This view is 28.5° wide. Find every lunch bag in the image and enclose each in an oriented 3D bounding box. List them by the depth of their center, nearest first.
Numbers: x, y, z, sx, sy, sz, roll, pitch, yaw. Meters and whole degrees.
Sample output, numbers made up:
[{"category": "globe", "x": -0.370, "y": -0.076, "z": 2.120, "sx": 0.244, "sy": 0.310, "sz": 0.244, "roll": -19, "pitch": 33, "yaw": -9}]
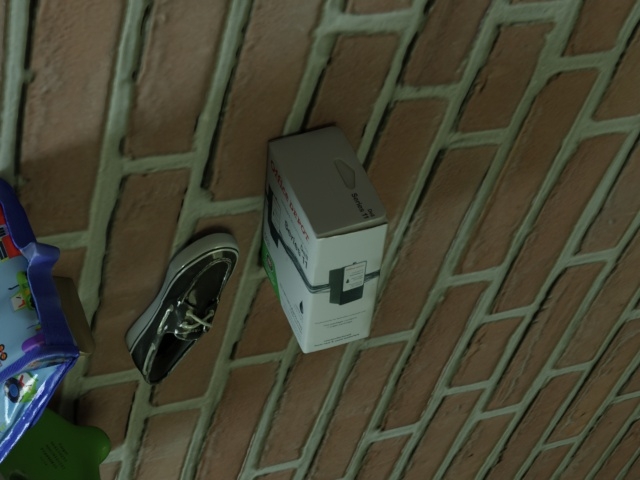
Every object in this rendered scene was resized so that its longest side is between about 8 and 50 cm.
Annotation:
[{"category": "lunch bag", "x": -0.354, "y": 0.094, "z": 1.215, "sx": 0.293, "sy": 0.221, "sz": 0.138, "roll": -44, "pitch": 143, "yaw": 23}]

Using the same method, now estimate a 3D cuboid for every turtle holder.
[{"category": "turtle holder", "x": -0.388, "y": 0.298, "z": 1.482, "sx": 0.243, "sy": 0.320, "sz": 0.227, "roll": 39, "pitch": 122, "yaw": -18}]

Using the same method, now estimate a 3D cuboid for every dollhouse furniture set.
[{"category": "dollhouse furniture set", "x": -0.315, "y": 0.133, "z": 1.377, "sx": 0.144, "sy": 0.123, "sz": 0.151, "roll": 7, "pitch": 133, "yaw": -39}]

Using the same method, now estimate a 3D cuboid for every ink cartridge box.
[{"category": "ink cartridge box", "x": 0.000, "y": 0.000, "z": 1.395, "sx": 0.087, "sy": 0.153, "sz": 0.208, "roll": -14, "pitch": 142, "yaw": -17}]

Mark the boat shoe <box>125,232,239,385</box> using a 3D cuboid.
[{"category": "boat shoe", "x": -0.152, "y": 0.083, "z": 1.469, "sx": 0.078, "sy": 0.070, "sz": 0.219, "roll": 5, "pitch": 134, "yaw": -38}]
